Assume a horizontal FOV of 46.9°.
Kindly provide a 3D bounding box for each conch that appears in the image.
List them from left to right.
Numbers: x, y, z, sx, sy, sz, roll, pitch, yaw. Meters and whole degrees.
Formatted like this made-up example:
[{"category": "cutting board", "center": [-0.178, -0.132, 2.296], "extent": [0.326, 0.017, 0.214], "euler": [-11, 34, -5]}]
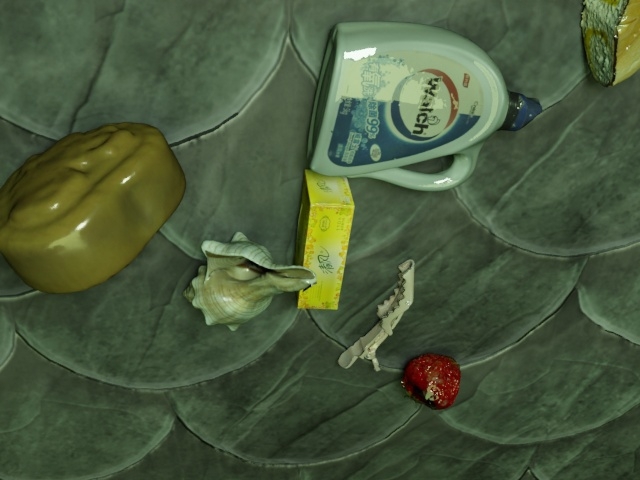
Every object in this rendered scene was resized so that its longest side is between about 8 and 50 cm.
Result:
[{"category": "conch", "center": [-0.115, 0.044, 1.039], "extent": [0.137, 0.114, 0.234], "euler": [42, 125, -13]}]

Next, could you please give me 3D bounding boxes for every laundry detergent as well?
[{"category": "laundry detergent", "center": [0.135, -0.158, 0.926], "extent": [0.280, 0.105, 0.215], "euler": [6, 124, -13]}]

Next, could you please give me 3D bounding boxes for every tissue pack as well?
[{"category": "tissue pack", "center": [0.000, 0.000, 1.024], "extent": [0.062, 0.095, 0.176], "euler": [3, 125, -10]}]

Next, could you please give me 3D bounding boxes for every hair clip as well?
[{"category": "hair clip", "center": [0.109, 0.124, 1.163], "extent": [0.072, 0.034, 0.226], "euler": [17, 119, -22]}]

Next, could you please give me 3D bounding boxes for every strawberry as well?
[{"category": "strawberry", "center": [0.186, 0.228, 1.213], "extent": [0.106, 0.106, 0.106], "euler": [-3, 125, -5]}]

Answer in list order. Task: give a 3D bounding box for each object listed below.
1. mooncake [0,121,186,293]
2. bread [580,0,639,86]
[{"category": "mooncake", "center": [-0.291, -0.051, 0.885], "extent": [0.234, 0.235, 0.117], "euler": [-19, 128, 7]}, {"category": "bread", "center": [0.373, -0.273, 0.885], "extent": [0.094, 0.083, 0.157], "euler": [-17, 127, 2]}]
